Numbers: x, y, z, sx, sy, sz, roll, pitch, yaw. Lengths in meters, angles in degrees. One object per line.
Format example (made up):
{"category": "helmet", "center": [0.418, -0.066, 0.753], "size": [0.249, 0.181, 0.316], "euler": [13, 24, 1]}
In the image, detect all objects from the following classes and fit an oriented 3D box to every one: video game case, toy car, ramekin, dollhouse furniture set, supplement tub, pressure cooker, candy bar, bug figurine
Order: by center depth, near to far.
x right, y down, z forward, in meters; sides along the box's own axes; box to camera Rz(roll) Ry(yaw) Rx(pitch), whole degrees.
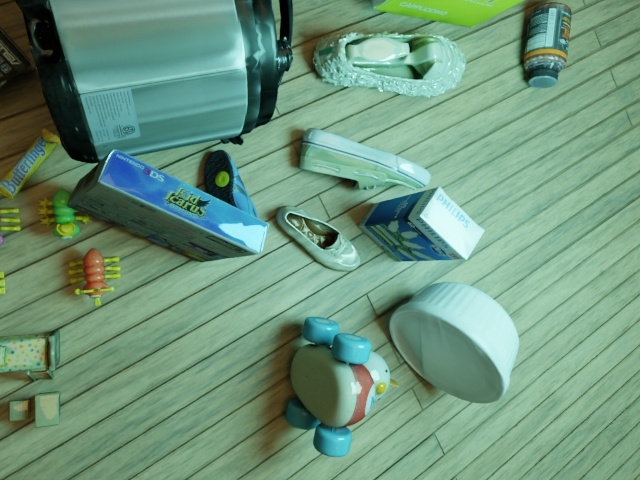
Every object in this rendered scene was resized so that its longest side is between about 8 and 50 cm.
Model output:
{"category": "dollhouse furniture set", "center": [-0.536, 0.240, 0.847], "size": [0.181, 0.101, 0.161], "euler": [-1, 88, -22]}
{"category": "pressure cooker", "center": [-0.244, -0.333, 0.851], "size": [0.420, 0.370, 0.376], "euler": [-16, 97, -18]}
{"category": "video game case", "center": [-0.262, -0.044, 0.868], "size": [0.269, 0.244, 0.061], "euler": [27, 69, -31]}
{"category": "bug figurine", "center": [-0.501, 0.025, 0.888], "size": [0.279, 0.072, 0.216], "euler": [-9, 90, -21]}
{"category": "candy bar", "center": [-0.510, -0.133, 0.895], "size": [0.040, 0.018, 0.161], "euler": [33, 50, -19]}
{"category": "toy car", "center": [0.079, 0.288, 1.049], "size": [0.238, 0.210, 0.219], "euler": [8, 95, -34]}
{"category": "ramekin", "center": [0.293, 0.208, 1.101], "size": [0.127, 0.273, 0.273], "euler": [-45, 103, -30]}
{"category": "supplement tub", "center": [0.588, -0.502, 1.331], "size": [0.106, 0.106, 0.198], "euler": [11, 84, -21]}

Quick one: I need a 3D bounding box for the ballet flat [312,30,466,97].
{"category": "ballet flat", "center": [0.186, -0.402, 1.152], "size": [0.408, 0.147, 0.147], "euler": [-8, 90, -23]}

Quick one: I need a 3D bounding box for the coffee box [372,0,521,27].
{"category": "coffee box", "center": [0.320, -0.691, 1.080], "size": [0.337, 0.338, 0.335], "euler": [-7, 91, -33]}

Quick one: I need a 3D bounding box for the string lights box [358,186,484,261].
{"category": "string lights box", "center": [0.199, -0.026, 1.068], "size": [0.133, 0.259, 0.077], "euler": [41, 74, -14]}

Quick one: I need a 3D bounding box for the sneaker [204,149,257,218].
{"category": "sneaker", "center": [-0.174, -0.080, 1.037], "size": [0.069, 0.082, 0.209], "euler": [-23, 79, 17]}

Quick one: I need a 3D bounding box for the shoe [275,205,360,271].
{"category": "shoe", "center": [0.000, 0.000, 1.095], "size": [0.219, 0.058, 0.077], "euler": [33, 76, -17]}

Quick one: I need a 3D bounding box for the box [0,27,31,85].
{"category": "box", "center": [-0.636, -0.326, 0.785], "size": [0.216, 0.060, 0.270], "euler": [-41, 127, -8]}

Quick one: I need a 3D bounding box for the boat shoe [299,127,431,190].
{"category": "boat shoe", "center": [0.096, -0.159, 1.131], "size": [0.302, 0.109, 0.094], "euler": [17, 97, -11]}
